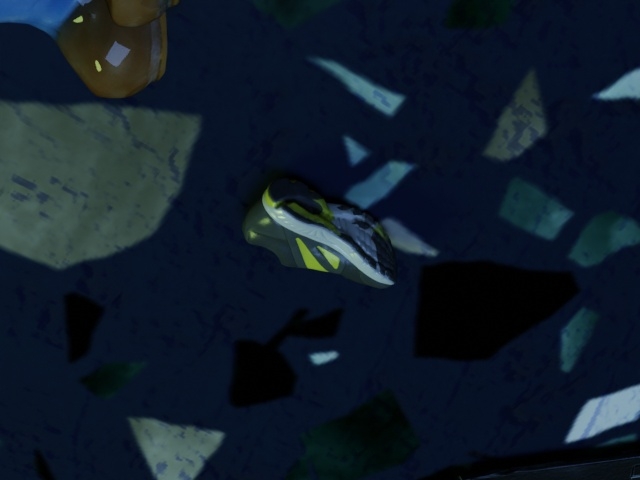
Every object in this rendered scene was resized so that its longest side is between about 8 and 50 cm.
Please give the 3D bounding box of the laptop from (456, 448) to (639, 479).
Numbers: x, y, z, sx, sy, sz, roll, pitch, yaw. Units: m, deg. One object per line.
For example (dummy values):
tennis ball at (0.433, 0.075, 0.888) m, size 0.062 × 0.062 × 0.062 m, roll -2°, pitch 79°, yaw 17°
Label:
laptop at (0.202, 0.254, 0.866) m, size 0.234 × 0.136 × 0.264 m, roll -7°, pitch 132°, yaw -6°

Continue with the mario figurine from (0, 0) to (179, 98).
mario figurine at (-0.209, -0.064, 0.488) m, size 0.320 × 0.170 × 0.198 m, roll -4°, pitch 133°, yaw -9°

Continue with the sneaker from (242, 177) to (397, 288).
sneaker at (0.000, 0.000, 0.679) m, size 0.083 × 0.031 × 0.035 m, roll 33°, pitch 132°, yaw -28°
